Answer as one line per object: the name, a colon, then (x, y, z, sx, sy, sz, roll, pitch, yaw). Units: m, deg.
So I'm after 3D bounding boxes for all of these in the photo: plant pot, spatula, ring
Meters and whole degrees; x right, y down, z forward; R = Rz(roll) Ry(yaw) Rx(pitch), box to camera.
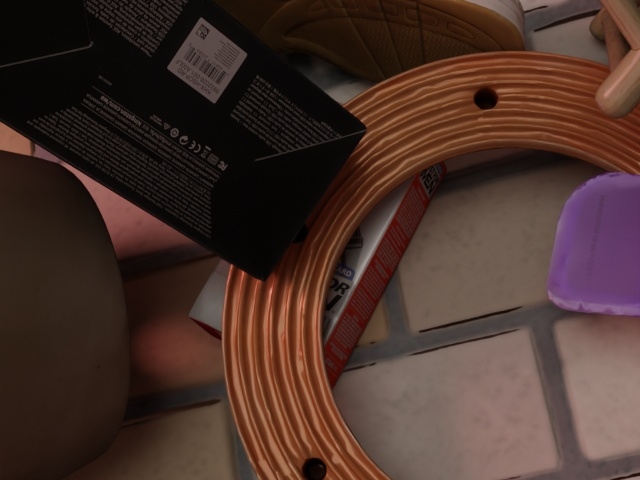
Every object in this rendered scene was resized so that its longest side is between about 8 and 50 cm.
plant pot: (-0.270, 0.060, 0.645, 0.280, 0.323, 0.323, -8, 60, -33)
spatula: (0.276, 0.021, 0.626, 0.296, 0.030, 0.084, 10, 76, 7)
ring: (0.111, 0.052, 0.664, 0.336, 0.032, 0.336, -1, 75, 5)

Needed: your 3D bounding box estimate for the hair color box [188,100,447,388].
hair color box: (0.000, 0.000, 0.737, 0.093, 0.053, 0.167, 23, 77, 22)

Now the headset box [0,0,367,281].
headset box: (-0.145, -0.114, 0.686, 0.110, 0.218, 0.293, -56, 39, -1)

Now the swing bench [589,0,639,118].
swing bench: (0.210, -0.219, 0.592, 0.255, 0.253, 0.165, -34, 99, 20)

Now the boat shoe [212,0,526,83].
boat shoe: (0.016, -0.173, 0.769, 0.277, 0.098, 0.096, 16, 59, 26)
